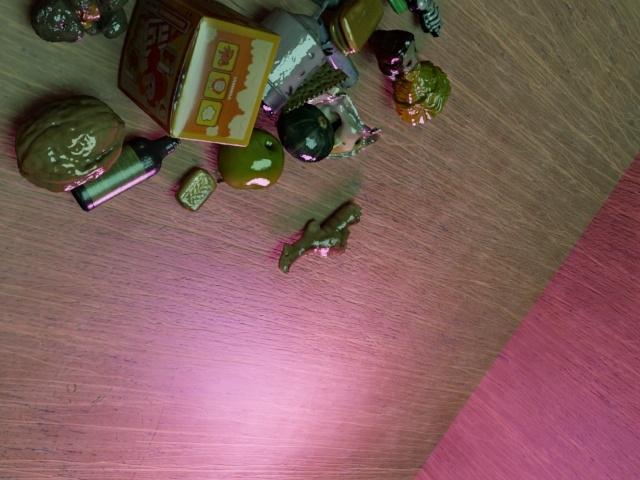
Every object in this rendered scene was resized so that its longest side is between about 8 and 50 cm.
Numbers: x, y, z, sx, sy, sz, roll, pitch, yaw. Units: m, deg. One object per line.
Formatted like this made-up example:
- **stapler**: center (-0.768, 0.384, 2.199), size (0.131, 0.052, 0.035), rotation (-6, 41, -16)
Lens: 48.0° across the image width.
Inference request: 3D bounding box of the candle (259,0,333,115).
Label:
- **candle**: center (-0.082, -0.466, 1.744), size (0.330, 0.187, 0.187), rotation (-46, 138, -1)

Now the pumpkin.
- **pumpkin**: center (-0.039, -0.279, 1.861), size (0.125, 0.167, 0.167), rotation (-17, 145, 25)

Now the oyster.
- **oyster**: center (0.021, -0.324, 2.004), size (0.275, 0.100, 0.271), rotation (-24, 135, 0)

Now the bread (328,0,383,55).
- **bread**: center (0.093, -0.578, 1.860), size (0.116, 0.077, 0.200), rotation (55, 50, -33)

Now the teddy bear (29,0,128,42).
- **teddy bear**: center (-0.490, -0.467, 1.444), size (0.190, 0.177, 0.140), rotation (-36, 92, -16)

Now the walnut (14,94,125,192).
- **walnut**: center (-0.536, -0.209, 1.545), size (0.245, 0.198, 0.198), rotation (-28, 134, -18)

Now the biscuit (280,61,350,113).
- **biscuit**: center (-0.045, -0.409, 1.853), size (0.203, 0.144, 0.016), rotation (-33, 148, -15)

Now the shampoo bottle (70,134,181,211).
- **shampoo bottle**: center (-0.456, -0.177, 1.701), size (0.284, 0.101, 0.101), rotation (-32, 136, -18)

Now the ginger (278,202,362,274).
- **ginger**: center (0.000, 0.000, 2.236), size (0.334, 0.081, 0.147), rotation (-25, 128, -26)

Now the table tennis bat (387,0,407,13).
- **table tennis bat**: center (0.150, -0.679, 1.854), size (0.257, 0.039, 0.160), rotation (38, 64, -45)

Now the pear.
- **pear**: center (-0.193, -0.198, 1.883), size (0.180, 0.166, 0.216), rotation (-16, 161, -47)

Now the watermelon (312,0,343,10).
- **watermelon**: center (0.010, -0.641, 1.803), size (0.180, 0.081, 0.094), rotation (-3, 95, -46)

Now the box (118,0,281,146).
- **box**: center (-0.275, -0.384, 1.566), size (0.214, 0.283, 0.259), rotation (-1, 119, -41)

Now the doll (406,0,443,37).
- **doll**: center (0.290, -0.654, 2.015), size (0.219, 0.067, 0.091), rotation (36, 67, -47)

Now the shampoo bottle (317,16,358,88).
- **shampoo bottle**: center (0.032, -0.500, 1.909), size (0.072, 0.072, 0.214), rotation (-46, 138, -4)

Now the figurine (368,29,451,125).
- **figurine**: center (0.246, -0.470, 1.986), size (0.187, 0.168, 0.315), rotation (-42, 154, 6)

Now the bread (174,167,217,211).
- **bread**: center (-0.329, -0.132, 1.876), size (0.082, 0.056, 0.115), rotation (39, 79, -30)
